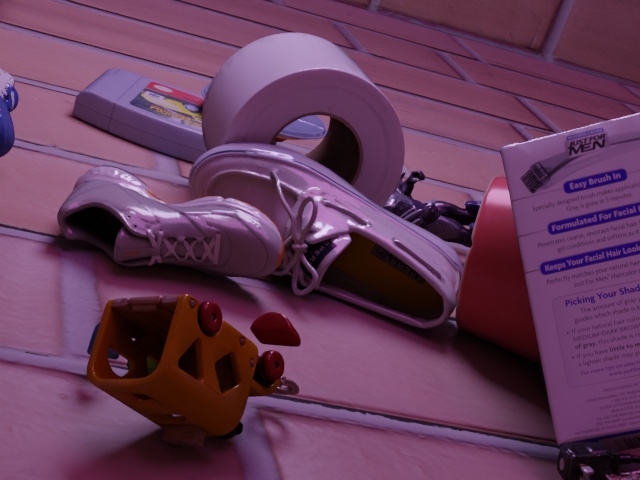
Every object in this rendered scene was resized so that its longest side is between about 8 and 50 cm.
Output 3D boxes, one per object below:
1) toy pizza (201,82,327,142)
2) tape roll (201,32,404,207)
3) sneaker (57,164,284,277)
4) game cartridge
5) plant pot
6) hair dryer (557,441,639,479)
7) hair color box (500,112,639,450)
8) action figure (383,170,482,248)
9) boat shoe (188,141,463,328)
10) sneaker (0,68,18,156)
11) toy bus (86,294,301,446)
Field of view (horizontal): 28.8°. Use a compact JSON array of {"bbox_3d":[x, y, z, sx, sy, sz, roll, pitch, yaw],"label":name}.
[{"bbox_3d":[-0.088,-0.190,1.902,0.201,0.032,0.201,18,19,-7],"label":"toy pizza"},{"bbox_3d":[-0.027,-0.136,1.656,0.246,0.246,0.169,12,21,-19],"label":"tape roll"},{"bbox_3d":[-0.175,0.001,1.409,0.263,0.099,0.121,14,27,8],"label":"sneaker"},{"bbox_3d":[-0.213,-0.178,1.879,0.294,0.060,0.196,19,24,-2],"label":"game cartridge"},{"bbox_3d":[0.305,0.043,1.515,0.243,0.274,0.275,13,18,12],"label":"plant pot"},{"bbox_3d":[0.377,0.292,1.204,0.294,0.080,0.223,3,39,-23],"label":"hair dryer"},{"bbox_3d":[0.315,0.046,1.319,0.185,0.338,0.110,-13,-21,15],"label":"hair color box"},{"bbox_3d":[0.156,-0.036,1.783,0.285,0.099,0.185,12,30,-9],"label":"action figure"},{"bbox_3d":[-0.002,0.008,1.498,0.367,0.135,0.156,29,23,-1],"label":"boat shoe"},{"bbox_3d":[-0.438,-0.188,1.608,0.131,0.111,0.296,3,26,-39],"label":"sneaker"},{"bbox_3d":[-0.111,0.127,1.095,0.202,0.191,0.104,17,63,-6],"label":"toy bus"}]
